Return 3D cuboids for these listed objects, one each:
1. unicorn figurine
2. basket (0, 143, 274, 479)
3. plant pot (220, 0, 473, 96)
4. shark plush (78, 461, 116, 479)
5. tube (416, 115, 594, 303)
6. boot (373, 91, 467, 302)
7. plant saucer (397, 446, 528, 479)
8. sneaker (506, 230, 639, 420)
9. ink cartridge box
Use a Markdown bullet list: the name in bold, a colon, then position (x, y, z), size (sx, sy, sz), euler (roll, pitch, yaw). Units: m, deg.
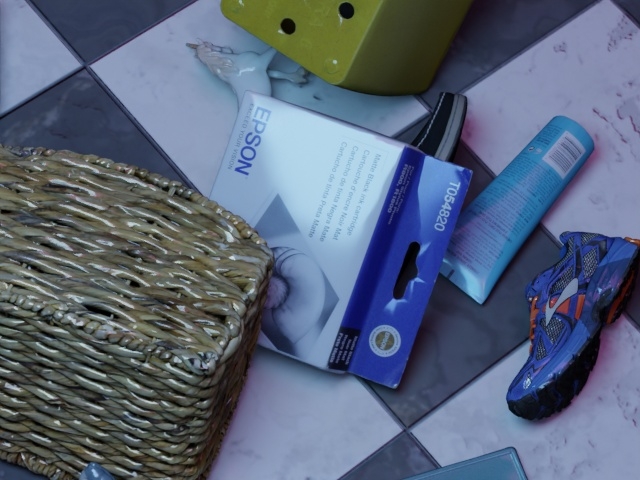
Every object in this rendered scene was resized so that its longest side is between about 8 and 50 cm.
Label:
- **unicorn figurine**: position (-0.063, -0.153, 1.890), size (0.111, 0.060, 0.162), euler (-6, 60, -14)
- **basket**: position (-0.208, 0.070, 1.697), size (0.299, 0.223, 0.213), euler (19, 44, 6)
- **plant pot**: position (0.024, -0.261, 1.832), size (0.212, 0.212, 0.187), euler (34, 27, 12)
- **shark plush**: position (-0.149, 0.260, 1.638), size (0.161, 0.067, 0.073), euler (39, 22, 10)
- **tube**: position (0.188, -0.035, 1.863), size (0.080, 0.052, 0.207), euler (36, 69, 18)
- **boot**: position (0.027, -0.067, 1.830), size (0.178, 0.085, 0.236), euler (24, 72, 7)
- **plant saucer**: position (0.101, 0.238, 1.719), size (0.192, 0.018, 0.067), euler (-15, 64, -13)
- **sneaker**: position (0.226, 0.078, 1.795), size (0.087, 0.083, 0.221), euler (21, 55, 21)
- **ink cartridge box**: position (0.000, 0.000, 1.752), size (0.224, 0.045, 0.223), euler (19, 93, 10)
